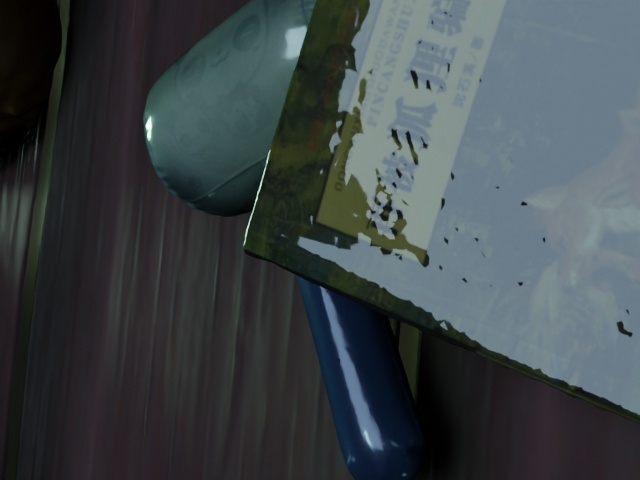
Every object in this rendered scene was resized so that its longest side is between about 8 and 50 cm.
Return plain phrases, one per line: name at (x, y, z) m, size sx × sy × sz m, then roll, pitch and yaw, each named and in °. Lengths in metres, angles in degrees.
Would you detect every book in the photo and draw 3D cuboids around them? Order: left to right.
book at (0.091, -0.032, 0.413) m, size 0.228 × 0.024 × 0.160 m, roll 23°, pitch 98°, yaw 29°

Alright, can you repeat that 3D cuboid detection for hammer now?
hammer at (0.000, 0.000, 0.512) m, size 0.116 × 0.069 × 0.194 m, roll -31°, pitch 66°, yaw 35°

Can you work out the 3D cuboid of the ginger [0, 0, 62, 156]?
ginger at (-0.254, -0.177, 0.692) m, size 0.200 × 0.223 × 0.269 m, roll -33°, pitch 57°, yaw 31°
